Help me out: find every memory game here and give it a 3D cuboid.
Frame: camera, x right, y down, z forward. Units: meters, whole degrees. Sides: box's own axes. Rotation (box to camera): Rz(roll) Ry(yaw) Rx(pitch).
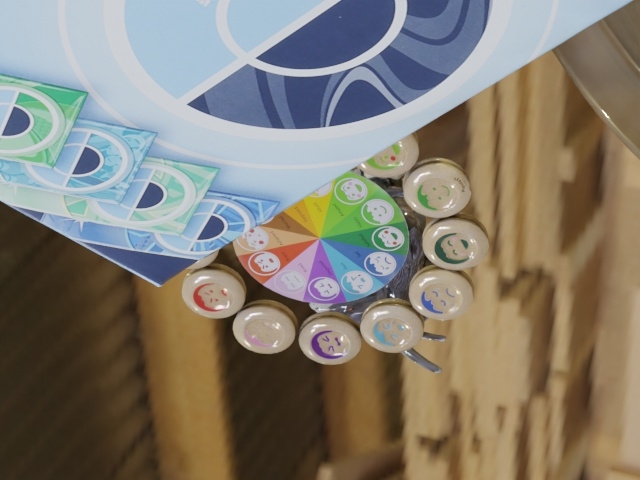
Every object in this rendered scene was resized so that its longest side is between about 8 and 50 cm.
[{"bbox_3d":[0.000,0.000,0.986,0.012,0.186,0.186,-83,-13,-49],"label":"memory game"}]

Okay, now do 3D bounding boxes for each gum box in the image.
[{"bbox_3d":[-0.024,-0.073,0.354,0.157,0.184,0.041,31,-138,-39],"label":"gum box"}]

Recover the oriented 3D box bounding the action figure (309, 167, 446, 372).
[{"bbox_3d":[0.009,-0.023,1.323,0.164,0.140,0.276,75,180,-60],"label":"action figure"}]

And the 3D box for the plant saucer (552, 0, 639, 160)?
[{"bbox_3d":[0.146,-0.149,0.902,0.041,0.278,0.278,-29,-39,-6],"label":"plant saucer"}]
